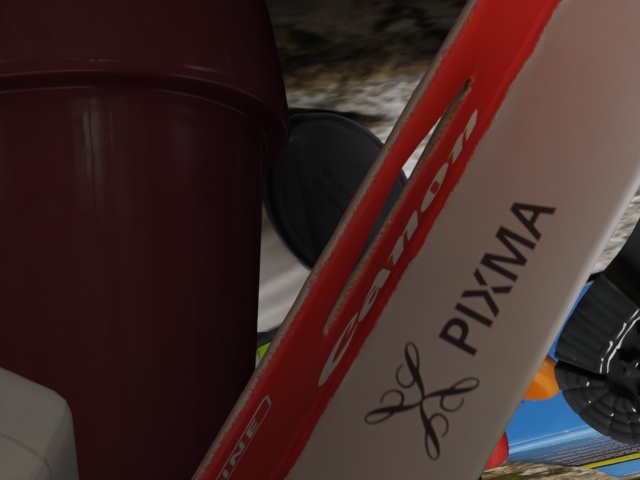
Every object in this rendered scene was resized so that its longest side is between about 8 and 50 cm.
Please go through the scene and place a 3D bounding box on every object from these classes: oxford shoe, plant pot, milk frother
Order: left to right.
[{"bbox_3d":[-0.102,0.014,0.589,0.201,0.180,0.201,-9,165,-2],"label":"plant pot"},{"bbox_3d":[0.000,0.000,0.801,0.135,0.129,0.143,-28,-160,49],"label":"milk frother"},{"bbox_3d":[0.174,-0.022,0.645,0.096,0.083,0.227,-38,168,-49],"label":"oxford shoe"}]

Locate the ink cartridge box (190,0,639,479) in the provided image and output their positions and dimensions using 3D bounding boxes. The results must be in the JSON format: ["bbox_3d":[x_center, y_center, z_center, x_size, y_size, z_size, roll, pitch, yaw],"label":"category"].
[{"bbox_3d":[0.046,0.025,0.562,0.066,0.296,0.261,28,167,8],"label":"ink cartridge box"}]

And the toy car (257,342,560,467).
[{"bbox_3d":[0.057,0.077,0.998,0.182,0.136,0.159,-9,165,-4],"label":"toy car"}]

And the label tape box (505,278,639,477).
[{"bbox_3d":[0.272,0.098,1.267,0.241,0.105,0.334,-17,163,24],"label":"label tape box"}]

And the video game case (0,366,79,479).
[{"bbox_3d":[-0.218,0.056,0.495,0.329,0.036,0.300,22,150,8],"label":"video game case"}]

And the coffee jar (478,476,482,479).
[{"bbox_3d":[0.101,0.222,1.455,0.096,0.184,0.079,-9,165,-6],"label":"coffee jar"}]

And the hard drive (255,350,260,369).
[{"bbox_3d":[-0.111,0.120,1.196,0.172,0.054,0.255,-19,162,28],"label":"hard drive"}]
